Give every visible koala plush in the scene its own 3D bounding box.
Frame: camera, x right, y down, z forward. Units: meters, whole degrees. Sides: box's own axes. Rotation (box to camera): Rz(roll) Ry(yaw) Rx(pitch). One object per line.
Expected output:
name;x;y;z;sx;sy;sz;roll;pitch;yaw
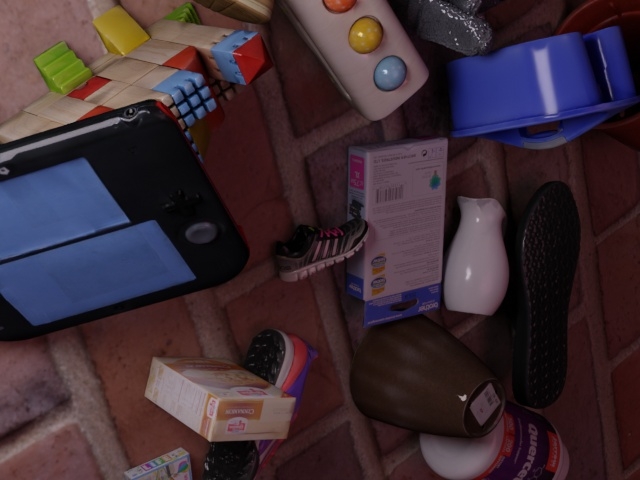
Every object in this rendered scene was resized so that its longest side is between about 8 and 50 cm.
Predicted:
koala plush;0.232;-0.422;1.691;0.221;0.203;0.196;-30;133;-54

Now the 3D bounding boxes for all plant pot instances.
plant pot;0.206;0.254;1.817;0.215;0.230;0.216;-13;111;-37
plant pot;0.607;-0.299;1.976;0.265;0.272;0.273;23;88;-49

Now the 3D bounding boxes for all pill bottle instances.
pill bottle;0.352;0.404;2.018;0.323;0.181;0.182;26;86;-41

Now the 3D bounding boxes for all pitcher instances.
pitcher;0.299;0.033;1.912;0.177;0.125;0.207;13;84;-57

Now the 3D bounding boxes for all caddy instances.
caddy;0.369;-0.243;1.743;0.241;0.341;0.179;-15;97;-38

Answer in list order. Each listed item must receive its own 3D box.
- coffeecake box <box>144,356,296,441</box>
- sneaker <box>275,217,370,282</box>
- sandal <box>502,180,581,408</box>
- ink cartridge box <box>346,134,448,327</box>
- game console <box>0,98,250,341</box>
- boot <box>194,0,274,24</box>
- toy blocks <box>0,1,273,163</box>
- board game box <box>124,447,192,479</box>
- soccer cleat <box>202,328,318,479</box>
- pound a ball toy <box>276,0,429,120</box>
coffeecake box;-0.151;0.234;1.542;0.142;0.185;0.068;7;99;-41
sneaker;0.000;0.000;1.663;0.170;0.063;0.075;-28;119;-9
sandal;0.408;0.104;2.012;0.167;0.107;0.446;-3;100;-40
ink cartridge box;0.131;-0.017;1.782;0.185;0.065;0.311;-12;108;-36
game console;-0.302;-0.005;1.231;0.386;0.060;0.342;-16;149;6
boot;-0.143;-0.426;1.365;0.262;0.095;0.204;30;79;-10
toy blocks;-0.226;-0.159;1.307;0.381;0.261;0.191;-40;125;-23
board game box;-0.248;0.415;1.623;0.103;0.026;0.154;-18;114;-35
soccer cleat;-0.093;0.303;1.670;0.116;0.108;0.318;21;87;-46
pound a ball toy;0.065;-0.360;1.539;0.208;0.136;0.319;-40;128;-4
